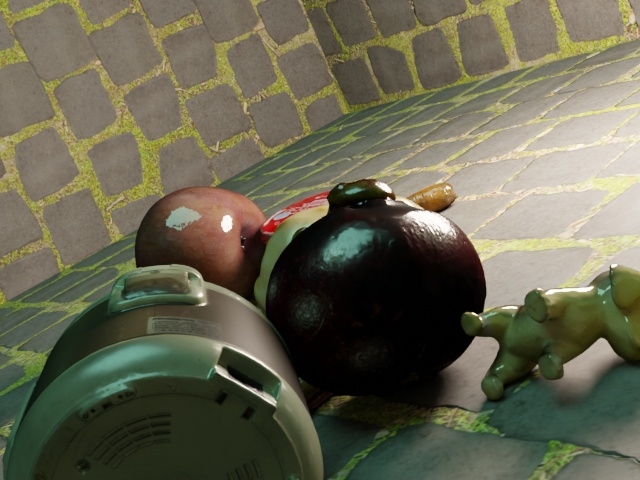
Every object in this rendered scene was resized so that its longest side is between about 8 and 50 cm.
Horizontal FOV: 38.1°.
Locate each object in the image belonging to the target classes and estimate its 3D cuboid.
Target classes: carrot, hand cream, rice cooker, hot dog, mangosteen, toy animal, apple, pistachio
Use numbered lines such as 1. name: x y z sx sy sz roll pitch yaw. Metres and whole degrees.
1. carrot: 0.209 -0.075 2.034 0.186 0.060 0.060 -23 14 12
2. hand cream: 0.000 0.000 1.913 0.230 0.149 0.230 -20 13 5
3. rice cooker: -0.171 0.210 1.027 0.335 0.335 0.325 -24 15 -2
4. hot dog: -0.008 0.212 1.334 0.216 0.047 0.066 -32 -21 -34
5. mangosteen: 0.073 0.062 1.241 0.297 0.293 0.297 -3 1 0
6. toy animal: 0.288 0.108 1.111 0.233 0.121 0.169 -25 -7 41
7. apple: -0.240 0.023 1.966 0.235 0.305 0.306 -8 20 30
8. pistachio: 0.043 0.043 1.543 0.321 0.229 0.238 -21 55 -10
